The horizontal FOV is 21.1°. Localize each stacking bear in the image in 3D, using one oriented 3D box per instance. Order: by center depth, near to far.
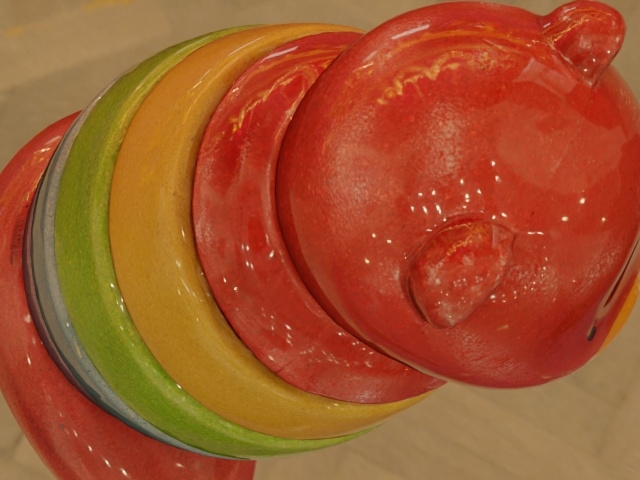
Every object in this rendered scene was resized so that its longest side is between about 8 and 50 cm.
[{"bbox_3d":[0.000,0.000,0.578,0.164,0.289,0.175,43,65,-16],"label":"stacking bear"}]
